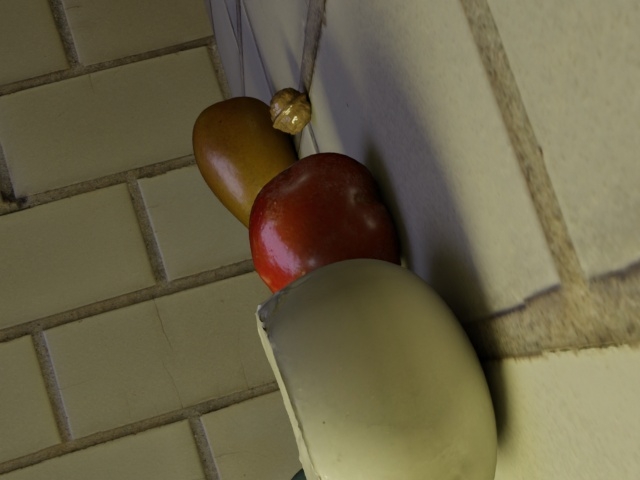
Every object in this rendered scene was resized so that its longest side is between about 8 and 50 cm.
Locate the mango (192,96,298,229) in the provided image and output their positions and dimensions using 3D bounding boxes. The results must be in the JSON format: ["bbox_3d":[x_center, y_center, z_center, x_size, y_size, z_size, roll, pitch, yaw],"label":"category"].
[{"bbox_3d":[-0.155,-0.164,1.989,0.378,0.221,0.264,61,165,17],"label":"mango"}]

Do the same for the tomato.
[{"bbox_3d":[0.001,0.004,1.155,0.232,0.189,0.231,162,90,-86],"label":"tomato"}]

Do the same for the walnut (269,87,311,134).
[{"bbox_3d":[-0.054,-0.231,1.554,0.079,0.082,0.096,46,171,1],"label":"walnut"}]

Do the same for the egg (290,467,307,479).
[{"bbox_3d":[0.042,0.647,1.981,0.389,0.276,0.275,-145,39,-75],"label":"egg"}]

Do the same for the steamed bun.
[{"bbox_3d":[0.067,0.172,0.918,0.324,0.207,0.324,161,90,-83],"label":"steamed bun"}]
